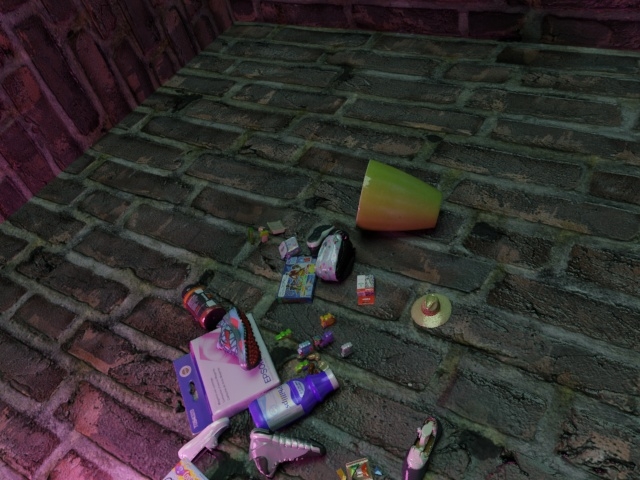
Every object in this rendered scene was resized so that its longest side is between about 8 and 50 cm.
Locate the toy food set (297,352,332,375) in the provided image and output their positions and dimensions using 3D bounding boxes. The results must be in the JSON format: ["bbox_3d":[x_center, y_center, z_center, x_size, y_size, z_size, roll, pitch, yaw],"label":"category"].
[{"bbox_3d":[-0.022,0.416,1.912,0.077,0.019,0.122,-31,50,-13],"label":"toy food set"}]

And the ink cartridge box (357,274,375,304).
[{"bbox_3d":[0.164,0.176,2.074,0.062,0.029,0.115,-5,46,12],"label":"ink cartridge box"}]

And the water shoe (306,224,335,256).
[{"bbox_3d":[0.000,0.000,2.270,0.072,0.080,0.203,3,23,26],"label":"water shoe"}]

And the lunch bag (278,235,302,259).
[{"bbox_3d":[-0.123,0.033,2.288,0.083,0.053,0.071,-26,43,5],"label":"lunch bag"}]

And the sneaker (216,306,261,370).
[{"bbox_3d":[-0.281,0.348,1.929,0.125,0.104,0.262,-34,39,6],"label":"sneaker"}]

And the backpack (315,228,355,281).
[{"bbox_3d":[0.053,0.066,2.150,0.115,0.152,0.182,3,61,27],"label":"backpack"}]

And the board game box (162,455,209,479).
[{"bbox_3d":[-0.412,0.775,1.604,0.144,0.142,0.275,26,60,35],"label":"board game box"}]

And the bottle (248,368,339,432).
[{"bbox_3d":[-0.079,0.495,1.800,0.282,0.092,0.118,-27,44,-8],"label":"bottle"}]

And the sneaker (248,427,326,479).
[{"bbox_3d":[-0.105,0.639,1.695,0.228,0.086,0.132,12,83,2],"label":"sneaker"}]

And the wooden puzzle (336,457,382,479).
[{"bbox_3d":[0.109,0.660,1.638,0.116,0.014,0.079,-22,45,-4],"label":"wooden puzzle"}]

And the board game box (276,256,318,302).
[{"bbox_3d":[-0.081,0.146,2.177,0.136,0.035,0.201,-2,47,16],"label":"board game box"}]

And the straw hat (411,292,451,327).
[{"bbox_3d":[0.372,0.217,1.946,0.144,0.061,0.145,-9,46,9],"label":"straw hat"}]

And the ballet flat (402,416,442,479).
[{"bbox_3d":[0.282,0.582,1.619,0.074,0.074,0.203,17,55,30],"label":"ballet flat"}]

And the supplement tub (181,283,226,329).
[{"bbox_3d":[-0.442,0.241,2.152,0.106,0.106,0.197,-38,48,-19],"label":"supplement tub"}]

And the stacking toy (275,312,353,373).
[{"bbox_3d":[-0.017,0.346,1.930,0.221,0.052,0.167,-19,43,-18],"label":"stacking toy"}]

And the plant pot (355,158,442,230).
[{"bbox_3d":[0.306,-0.147,2.200,0.293,0.275,0.275,12,50,7],"label":"plant pot"}]

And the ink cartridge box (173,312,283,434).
[{"bbox_3d":[-0.328,0.440,1.953,0.329,0.072,0.324,-25,45,-8],"label":"ink cartridge box"}]

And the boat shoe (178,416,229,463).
[{"bbox_3d":[-0.351,0.625,1.788,0.184,0.066,0.063,-34,61,-18],"label":"boat shoe"}]

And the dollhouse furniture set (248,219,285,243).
[{"bbox_3d":[-0.223,-0.031,2.402,0.151,0.059,0.076,-11,34,-20],"label":"dollhouse furniture set"}]
